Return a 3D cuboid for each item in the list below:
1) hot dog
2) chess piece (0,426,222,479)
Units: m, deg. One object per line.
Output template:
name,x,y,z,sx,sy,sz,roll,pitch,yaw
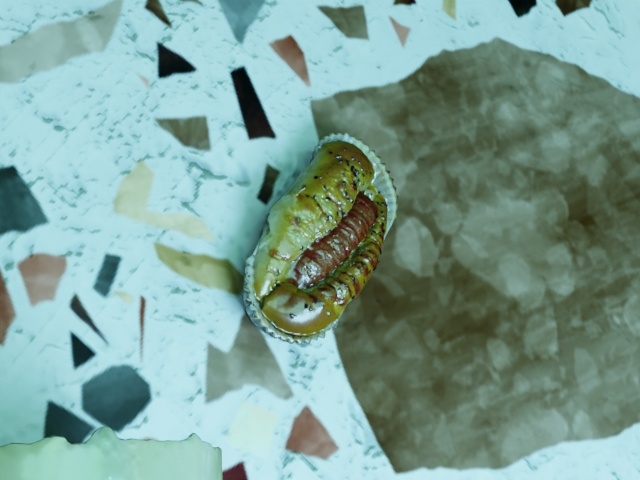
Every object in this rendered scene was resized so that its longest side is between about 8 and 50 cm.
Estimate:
hot dog,0.000,0.000,1.076,0.099,0.053,0.192,41,54,-12
chess piece,-0.163,0.332,0.768,0.234,0.234,0.442,7,76,-33
